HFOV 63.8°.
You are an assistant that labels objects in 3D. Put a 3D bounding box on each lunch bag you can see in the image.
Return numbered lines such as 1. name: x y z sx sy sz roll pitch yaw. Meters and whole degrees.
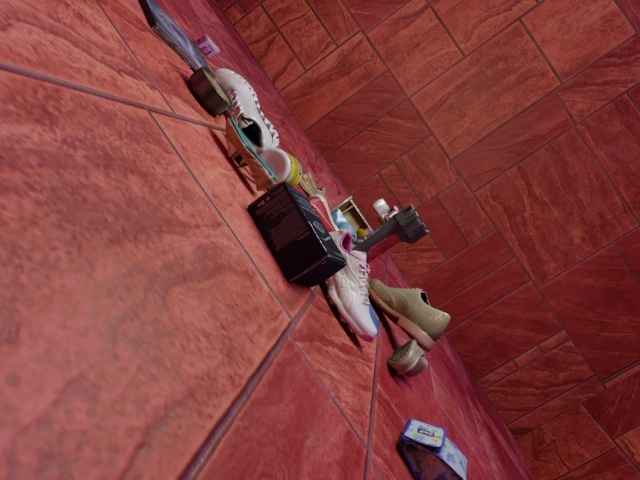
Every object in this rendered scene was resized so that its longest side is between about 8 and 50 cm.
1. lunch bag: 0.234 0.454 1.091 0.151 0.096 0.129 43 10 14

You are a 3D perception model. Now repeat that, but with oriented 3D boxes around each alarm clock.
1. alarm clock: -0.306 -0.413 1.376 0.192 0.064 0.129 53 11 -29

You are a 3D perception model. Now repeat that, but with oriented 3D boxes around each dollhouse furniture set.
1. dollhouse furniture set: 0.180 -0.086 1.817 0.198 0.286 0.303 55 -14 -3

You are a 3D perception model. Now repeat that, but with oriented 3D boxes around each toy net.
1. toy net: 0.037 -0.026 1.669 0.122 0.045 0.232 20 -12 -7

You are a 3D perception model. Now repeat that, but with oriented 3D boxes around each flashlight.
1. flashlight: 0.162 0.032 1.456 0.103 0.304 0.103 48 15 -41

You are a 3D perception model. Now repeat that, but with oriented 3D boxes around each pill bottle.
1. pill bottle: -0.113 -0.204 1.499 0.103 0.103 0.184 57 11 7

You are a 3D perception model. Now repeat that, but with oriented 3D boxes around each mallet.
1. mallet: -0.159 -0.164 1.366 0.190 0.039 0.062 55 8 -23

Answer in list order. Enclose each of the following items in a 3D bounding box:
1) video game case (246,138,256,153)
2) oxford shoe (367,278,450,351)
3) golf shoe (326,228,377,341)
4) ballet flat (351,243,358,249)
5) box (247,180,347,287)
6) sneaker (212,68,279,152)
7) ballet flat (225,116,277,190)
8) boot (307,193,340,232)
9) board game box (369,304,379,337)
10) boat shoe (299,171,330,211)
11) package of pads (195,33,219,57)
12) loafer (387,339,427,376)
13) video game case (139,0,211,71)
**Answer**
1. video game case: -0.204 -0.264 1.419 0.087 0.011 0.122 51 -5 3
2. oxford shoe: 0.293 0.222 1.760 0.140 0.146 0.397 46 -3 -38
3. golf shoe: 0.077 0.105 1.314 0.306 0.140 0.115 61 10 18
4. ballet flat: 0.082 0.043 1.660 0.079 0.077 0.221 35 -8 1
5. box: -0.050 -0.009 1.171 0.207 0.108 0.153 60 11 19
6. sneaker: -0.235 -0.387 1.539 0.292 0.110 0.118 54 19 -6
7. ballet flat: -0.189 -0.208 1.268 0.206 0.067 0.073 54 6 7
8. boot: 0.000 0.000 1.490 0.244 0.088 0.176 63 25 -12
9. board game box: 0.119 0.211 1.472 0.133 0.033 0.169 60 15 -5
10. boat shoe: -0.009 -0.180 1.976 0.190 0.072 0.068 51 11 -25
11. package of pads: -0.403 -0.691 1.835 0.032 0.050 0.083 66 13 23
12. loafer: 0.266 0.350 1.506 0.092 0.102 0.268 52 9 11
13. video game case: -0.425 -0.600 1.529 0.196 0.026 0.274 62 11 30
